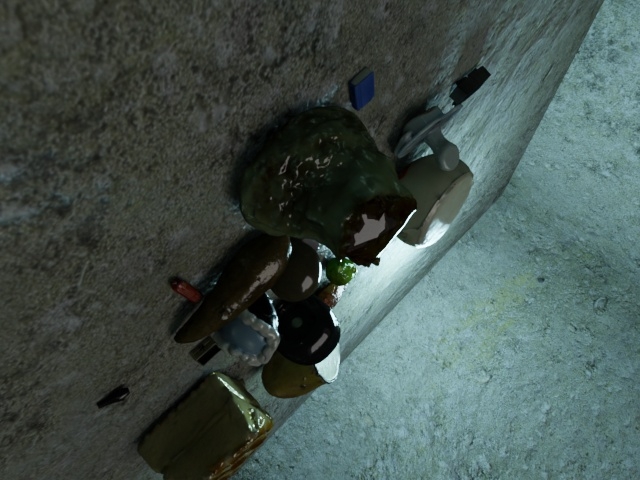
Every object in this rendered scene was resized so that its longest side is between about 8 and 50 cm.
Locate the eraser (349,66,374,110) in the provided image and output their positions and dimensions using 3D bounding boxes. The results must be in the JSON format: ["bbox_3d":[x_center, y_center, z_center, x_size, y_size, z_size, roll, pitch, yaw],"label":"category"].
[{"bbox_3d":[0.100,-0.364,1.011,0.063,0.027,0.085,-45,157,-12],"label":"eraser"}]

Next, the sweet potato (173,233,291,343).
[{"bbox_3d":[-0.223,0.129,1.087,0.423,0.130,0.130,-47,157,-3],"label":"sweet potato"}]

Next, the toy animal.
[{"bbox_3d":[-0.218,0.244,1.213,0.156,0.208,0.204,21,114,-29],"label":"toy animal"}]

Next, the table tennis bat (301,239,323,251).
[{"bbox_3d":[0.000,0.000,1.424,0.131,0.022,0.234,-57,155,17],"label":"table tennis bat"}]

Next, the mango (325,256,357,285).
[{"bbox_3d":[0.075,0.114,1.635,0.119,0.100,0.178,-40,152,-3],"label":"mango"}]

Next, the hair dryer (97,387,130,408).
[{"bbox_3d":[-0.540,0.422,1.107,0.079,0.031,0.083,-24,157,-25],"label":"hair dryer"}]

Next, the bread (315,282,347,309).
[{"bbox_3d":[0.046,0.240,1.795,0.139,0.095,0.269,-51,163,26],"label":"bread"}]

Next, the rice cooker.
[{"bbox_3d":[-0.062,0.320,1.532,0.267,0.267,0.224,-47,151,-5],"label":"rice cooker"}]

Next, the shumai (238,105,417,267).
[{"bbox_3d":[0.044,-0.098,0.958,0.397,0.323,0.324,-21,143,-48],"label":"shumai"}]

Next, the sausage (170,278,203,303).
[{"bbox_3d":[-0.323,0.118,1.003,0.034,0.034,0.129,-44,156,-11],"label":"sausage"}]

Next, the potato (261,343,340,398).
[{"bbox_3d":[-0.104,0.517,1.867,0.296,0.290,0.397,-25,-157,15],"label":"potato"}]

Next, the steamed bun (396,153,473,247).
[{"bbox_3d":[0.389,-0.163,1.579,0.374,0.241,0.374,-37,150,-26],"label":"steamed bun"}]

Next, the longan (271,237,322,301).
[{"bbox_3d":[-0.079,0.075,1.218,0.159,0.185,0.204,1,86,-32],"label":"longan"}]

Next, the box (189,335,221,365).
[{"bbox_3d":[-0.355,0.343,1.299,0.079,0.035,0.083,-41,157,-17],"label":"box"}]

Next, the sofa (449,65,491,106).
[{"bbox_3d":[0.513,-0.540,1.465,0.147,0.060,0.085,-40,173,-19],"label":"sofa"}]

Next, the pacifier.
[{"bbox_3d":[0.375,-0.316,1.367,0.279,0.207,0.227,-35,172,-28],"label":"pacifier"}]

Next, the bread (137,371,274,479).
[{"bbox_3d":[-0.385,0.704,1.516,0.371,0.279,0.390,-41,159,-13],"label":"bread"}]
